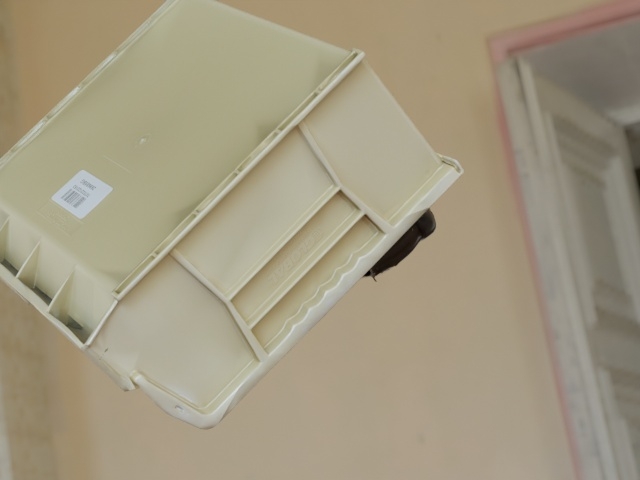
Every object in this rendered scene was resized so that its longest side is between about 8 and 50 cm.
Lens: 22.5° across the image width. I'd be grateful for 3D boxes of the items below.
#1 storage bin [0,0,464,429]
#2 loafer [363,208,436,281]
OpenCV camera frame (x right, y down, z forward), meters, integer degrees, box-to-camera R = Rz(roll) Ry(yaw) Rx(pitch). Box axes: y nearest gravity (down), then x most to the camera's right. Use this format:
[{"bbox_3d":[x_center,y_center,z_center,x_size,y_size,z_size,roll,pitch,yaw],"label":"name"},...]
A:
[{"bbox_3d":[-0.090,-0.030,1.115,0.123,0.260,0.262,51,-12,-35],"label":"storage bin"},{"bbox_3d":[0.000,0.000,1.262,0.078,0.080,0.220,-49,15,-24],"label":"loafer"}]
